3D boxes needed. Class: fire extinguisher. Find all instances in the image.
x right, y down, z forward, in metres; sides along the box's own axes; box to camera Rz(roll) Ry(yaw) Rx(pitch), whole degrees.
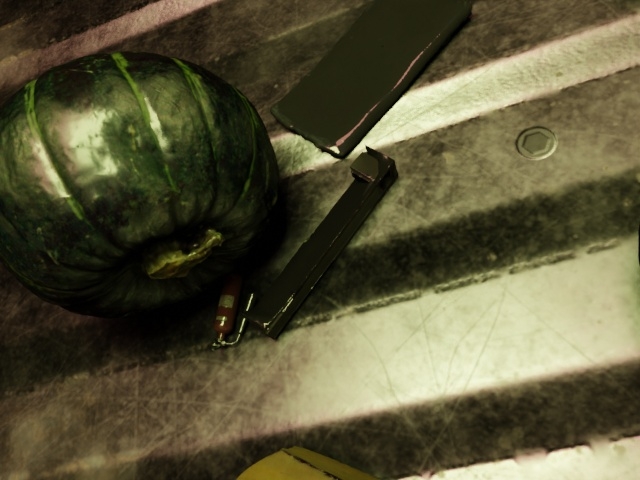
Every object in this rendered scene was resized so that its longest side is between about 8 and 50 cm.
[{"bbox_3d":[-0.105,0.091,0.709,0.046,0.032,0.100,13,66,-11],"label":"fire extinguisher"}]

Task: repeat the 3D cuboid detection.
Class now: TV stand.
[{"bbox_3d":[0.000,0.000,0.697,0.049,0.040,0.256,34,80,24],"label":"TV stand"}]

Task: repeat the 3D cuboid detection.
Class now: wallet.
[{"bbox_3d":[0.067,-0.245,0.803,0.146,0.030,0.285,38,84,29],"label":"wallet"}]

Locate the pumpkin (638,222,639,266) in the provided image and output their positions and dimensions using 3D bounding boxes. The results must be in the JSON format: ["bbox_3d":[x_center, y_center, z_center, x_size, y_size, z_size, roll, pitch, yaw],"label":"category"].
[{"bbox_3d":[0.366,-0.004,0.451,0.163,0.233,0.233,0,62,-7],"label":"pumpkin"}]

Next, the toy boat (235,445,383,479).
[{"bbox_3d":[0.055,0.284,0.513,0.321,0.089,0.122,14,86,27],"label":"toy boat"}]

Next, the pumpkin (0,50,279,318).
[{"bbox_3d":[-0.207,-0.059,0.648,0.323,0.323,0.241,-27,67,7],"label":"pumpkin"}]
